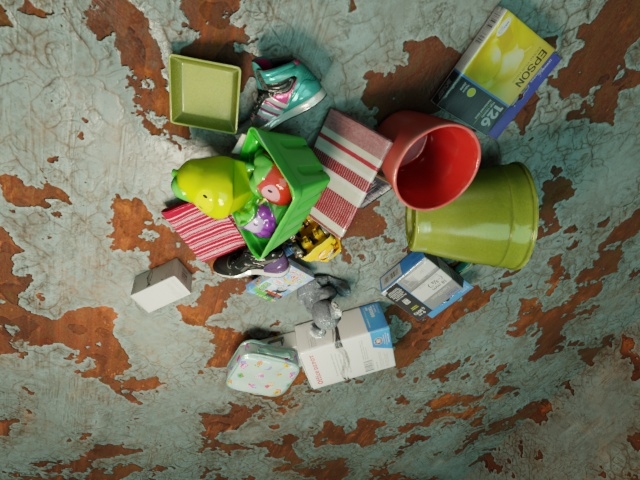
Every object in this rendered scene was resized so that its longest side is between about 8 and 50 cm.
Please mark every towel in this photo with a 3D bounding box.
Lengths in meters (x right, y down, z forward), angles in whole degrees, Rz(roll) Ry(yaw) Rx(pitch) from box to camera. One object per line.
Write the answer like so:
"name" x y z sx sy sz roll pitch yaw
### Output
"towel" -0.381 -0.039 1.425 0.198 0.031 0.275 -19 136 6
"towel" 0.054 -0.201 1.274 0.037 0.237 0.329 -6 128 -53

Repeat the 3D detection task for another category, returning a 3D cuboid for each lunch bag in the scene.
"lunch bag" -0.235 0.531 1.758 0.279 0.108 0.224 21 112 -25

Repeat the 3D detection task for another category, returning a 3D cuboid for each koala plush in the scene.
"koala plush" 0.010 0.264 1.648 0.203 0.221 0.196 27 118 -29

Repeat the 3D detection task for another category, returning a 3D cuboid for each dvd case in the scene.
"dvd case" 0.112 -0.190 1.407 0.221 0.018 0.164 23 144 -28

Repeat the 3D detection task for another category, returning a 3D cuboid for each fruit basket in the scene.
"fruit basket" -0.211 -0.128 1.193 0.392 0.283 0.392 -29 163 -10

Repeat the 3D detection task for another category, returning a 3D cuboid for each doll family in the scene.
"doll family" -0.147 -0.004 1.504 0.111 0.076 0.193 -35 132 10

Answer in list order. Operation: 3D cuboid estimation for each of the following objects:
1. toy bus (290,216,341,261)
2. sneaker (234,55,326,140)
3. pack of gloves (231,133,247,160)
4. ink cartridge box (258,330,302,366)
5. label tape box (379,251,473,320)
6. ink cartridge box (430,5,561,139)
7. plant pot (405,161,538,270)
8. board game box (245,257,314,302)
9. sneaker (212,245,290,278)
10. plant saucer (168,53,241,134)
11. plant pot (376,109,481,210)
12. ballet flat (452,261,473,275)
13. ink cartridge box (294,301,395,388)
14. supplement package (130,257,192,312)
"toy bus" 0.000 0.000 1.449 0.149 0.220 0.211 -37 132 10
"sneaker" -0.152 -0.404 1.155 0.295 0.124 0.178 -24 120 19
"pack of gloves" -0.172 -0.251 1.284 0.232 0.046 0.195 4 147 -34
"ink cartridge box" -0.192 0.508 1.878 0.212 0.093 0.154 -14 130 0
"label tape box" 0.445 0.203 1.726 0.333 0.106 0.240 37 116 -19
"ink cartridge box" 0.548 -0.483 1.283 0.307 0.072 0.304 20 120 -24
"plant pot" 0.479 -0.082 1.431 0.352 0.366 0.366 0 128 2
"board game box" -0.152 0.157 1.609 0.211 0.039 0.160 -33 143 19
"sneaker" -0.251 0.055 1.468 0.283 0.107 0.124 -3 137 12
"plant saucer" -0.313 -0.402 1.152 0.188 0.045 0.188 9 126 -5
"plant pot" 0.294 -0.263 1.268 0.274 0.243 0.275 -11 127 -14
"ballet flat" 0.577 0.143 1.788 0.168 0.057 0.052 -35 136 16
"ink cartridge box" 0.110 0.468 1.865 0.394 0.166 0.285 -16 129 -1
"supplement package" -0.568 0.161 1.513 0.179 0.105 0.105 -25 129 6
